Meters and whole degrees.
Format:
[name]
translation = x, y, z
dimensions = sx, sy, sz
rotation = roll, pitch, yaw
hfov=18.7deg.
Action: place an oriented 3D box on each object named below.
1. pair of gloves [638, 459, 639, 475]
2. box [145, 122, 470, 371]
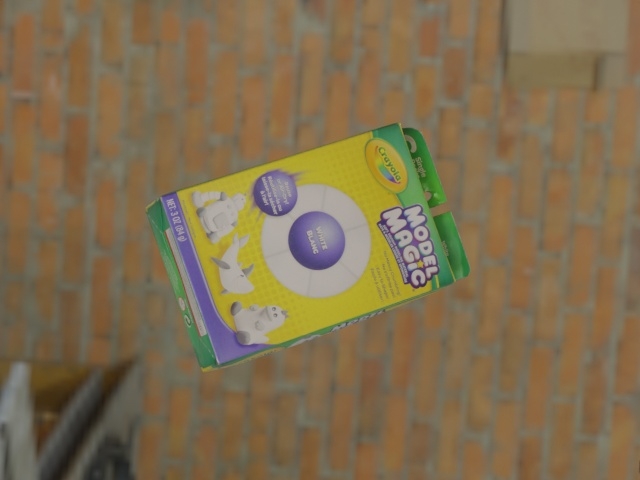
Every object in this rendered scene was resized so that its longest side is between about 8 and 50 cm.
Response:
[pair of gloves]
translation = 0.185, 0.111, 0.974
dimensions = 0.204, 0.042, 0.240
rotation = -45, 143, -77
[box]
translation = 0.000, 0.000, 1.133
dimensions = 0.105, 0.179, 0.043
rotation = 70, -22, 3
